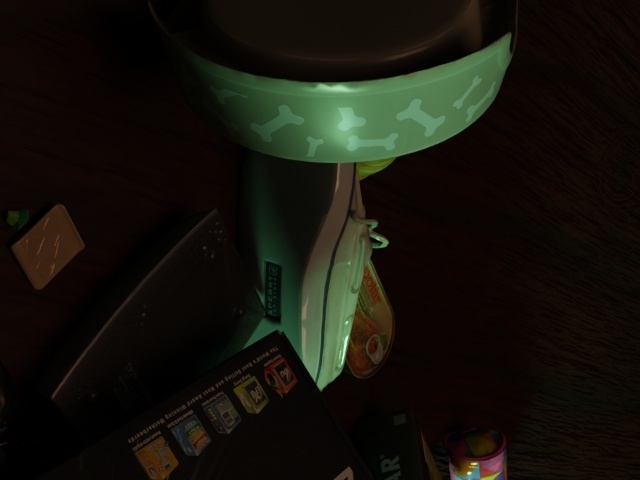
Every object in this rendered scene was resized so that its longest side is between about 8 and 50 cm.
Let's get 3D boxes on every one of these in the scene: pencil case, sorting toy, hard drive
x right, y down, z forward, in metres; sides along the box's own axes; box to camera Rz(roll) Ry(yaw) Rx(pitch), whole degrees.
[{"bbox_3d":[0.240,0.393,1.722,0.104,0.104,0.236,-35,129,-43],"label":"pencil case"},{"bbox_3d":[-0.248,-0.005,1.004,0.062,0.012,0.083,-46,138,-29],"label":"sorting toy"},{"bbox_3d":[-0.163,0.104,1.117,0.255,0.054,0.172,-52,137,-31],"label":"hard drive"}]

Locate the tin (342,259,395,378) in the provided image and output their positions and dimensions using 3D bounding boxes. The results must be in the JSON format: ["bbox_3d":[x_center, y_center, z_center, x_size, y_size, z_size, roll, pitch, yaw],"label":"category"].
[{"bbox_3d":[0.039,0.090,1.405,0.106,0.040,0.190,-50,136,-27],"label":"tin"}]

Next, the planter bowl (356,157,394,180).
[{"bbox_3d":[0.078,-0.168,1.333,0.217,0.090,0.217,-22,118,-49],"label":"planter bowl"}]

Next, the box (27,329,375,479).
[{"bbox_3d":[-0.093,0.295,0.999,0.395,0.097,0.318,-27,86,-51],"label":"box"}]

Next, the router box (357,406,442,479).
[{"bbox_3d":[0.129,0.409,1.447,0.309,0.081,0.243,-95,166,-49],"label":"router box"}]

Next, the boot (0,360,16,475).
[{"bbox_3d":[-0.333,0.111,0.836,0.207,0.094,0.247,-22,124,-45],"label":"boot"}]

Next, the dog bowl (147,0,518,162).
[{"bbox_3d":[0.018,-0.200,1.045,0.349,0.348,0.102,-43,146,-38],"label":"dog bowl"}]

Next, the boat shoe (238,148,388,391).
[{"bbox_3d":[0.007,0.004,1.251,0.156,0.135,0.367,-18,117,-50],"label":"boat shoe"}]
